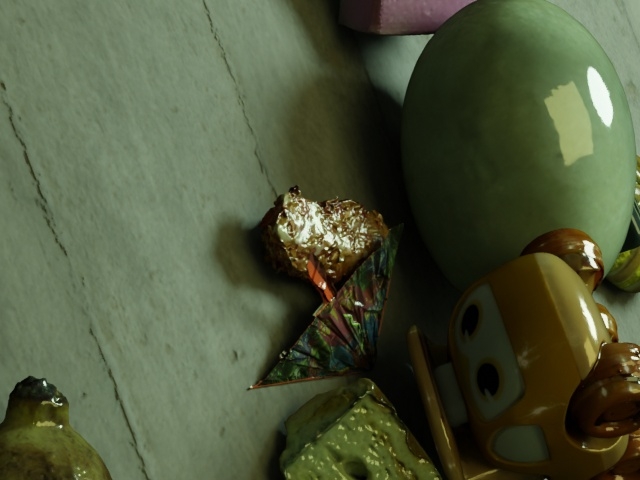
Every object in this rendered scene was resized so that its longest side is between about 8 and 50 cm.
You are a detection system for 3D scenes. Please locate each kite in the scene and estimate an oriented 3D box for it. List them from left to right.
[{"bbox_3d":[0.019,0.079,1.159,0.232,0.009,0.189,-50,138,-22],"label":"kite"}]

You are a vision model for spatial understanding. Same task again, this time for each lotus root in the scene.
[{"bbox_3d":[-0.193,0.202,0.818,0.138,0.138,0.214,21,59,-43],"label":"lotus root"}]

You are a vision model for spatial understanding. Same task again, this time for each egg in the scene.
[{"bbox_3d":[0.214,-0.090,1.308,0.258,0.258,0.352,-8,90,-51],"label":"egg"}]

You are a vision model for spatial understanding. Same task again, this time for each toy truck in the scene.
[{"bbox_3d":[0.212,0.145,1.179,0.288,0.212,0.204,61,11,-51],"label":"toy truck"}]

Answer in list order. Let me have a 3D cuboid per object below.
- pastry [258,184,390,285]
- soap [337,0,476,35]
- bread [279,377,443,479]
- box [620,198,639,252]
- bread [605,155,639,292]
[{"bbox_3d":[0.000,0.003,1.180,0.169,0.063,0.087,13,71,-43],"label":"pastry"},{"bbox_3d":[0.120,-0.361,1.322,0.181,0.081,0.259,-9,116,-34],"label":"soap"},{"bbox_3d":[0.052,0.246,1.117,0.128,0.088,0.232,-38,104,-14],"label":"bread"},{"bbox_3d":[0.289,-0.078,1.469,0.050,0.160,0.230,-37,103,-56],"label":"box"},{"bbox_3d":[0.436,-0.027,1.669,0.213,0.105,0.213,18,65,-45],"label":"bread"}]
